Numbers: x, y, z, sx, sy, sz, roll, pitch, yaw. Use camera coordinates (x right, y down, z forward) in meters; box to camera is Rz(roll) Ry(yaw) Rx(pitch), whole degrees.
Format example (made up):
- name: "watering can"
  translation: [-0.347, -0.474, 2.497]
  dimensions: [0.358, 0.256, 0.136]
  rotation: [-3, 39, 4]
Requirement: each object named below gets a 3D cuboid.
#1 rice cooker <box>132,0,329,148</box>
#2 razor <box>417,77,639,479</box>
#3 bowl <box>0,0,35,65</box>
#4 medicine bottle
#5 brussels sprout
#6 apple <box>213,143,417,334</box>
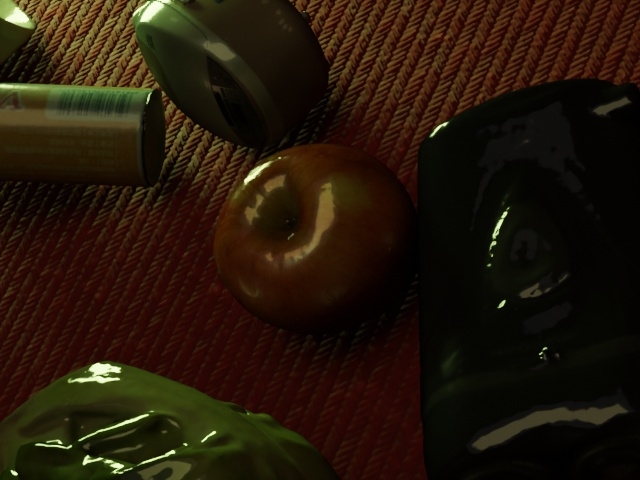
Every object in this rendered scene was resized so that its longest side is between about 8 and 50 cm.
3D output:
- name: "rice cooker"
  translation: [-0.080, -0.169, 1.569]
  dimensions: [0.127, 0.145, 0.206]
  rotation: [-34, 43, -12]
- name: "razor"
  translation: [0.168, 0.042, 1.289]
  dimensions: [0.204, 0.113, 0.349]
  rotation: [-15, 50, 19]
- name: "bowl"
  translation: [-0.437, -0.238, 1.755]
  dimensions: [0.145, 0.277, 0.277]
  rotation: [-52, 47, 8]
- name: "medicine bottle"
  translation: [-0.359, -0.101, 1.619]
  dimensions: [0.426, 0.108, 0.108]
  rotation: [4, 58, 8]
- name: "brussels sprout"
  translation: [-0.118, 0.241, 1.229]
  dimensions: [0.328, 0.247, 0.328]
  rotation: [-12, 51, 15]
- name: "apple"
  translation: [0.000, 0.000, 1.408]
  dimensions: [0.163, 0.139, 0.163]
  rotation: [-11, 66, 25]
